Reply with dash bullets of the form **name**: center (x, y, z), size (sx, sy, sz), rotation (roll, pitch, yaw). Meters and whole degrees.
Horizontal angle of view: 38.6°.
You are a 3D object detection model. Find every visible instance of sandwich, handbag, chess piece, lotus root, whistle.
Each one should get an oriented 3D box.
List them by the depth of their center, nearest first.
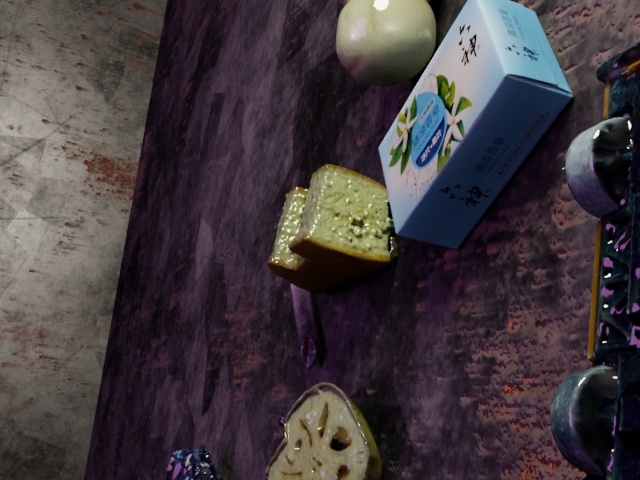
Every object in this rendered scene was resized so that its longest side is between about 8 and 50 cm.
- **lotus root**: center (0.016, 0.281, 1.110), size (0.183, 0.078, 0.203), rotation (-52, 38, 24)
- **chess piece**: center (0.087, -0.361, 1.171), size (0.182, 0.182, 0.330), rotation (158, 115, -65)
- **sandwich**: center (0.000, 0.000, 1.232), size (0.235, 0.128, 0.122), rotation (-36, 38, 60)
- **whistle**: center (-0.023, 0.113, 1.355), size (0.176, 0.033, 0.033), rotation (-101, 31, -47)
- **handbag**: center (-0.233, 0.491, 1.582), size (0.162, 0.113, 0.260), rotation (26, 103, 64)

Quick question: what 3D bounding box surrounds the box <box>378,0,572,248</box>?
- **box**: center (0.152, -0.121, 0.963), size (0.142, 0.083, 0.232), rotation (-97, 27, -42)

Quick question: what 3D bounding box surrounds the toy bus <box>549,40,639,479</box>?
- **toy bus**: center (0.245, 0.047, 0.481), size (0.162, 0.194, 0.323), rotation (152, 130, -63)
